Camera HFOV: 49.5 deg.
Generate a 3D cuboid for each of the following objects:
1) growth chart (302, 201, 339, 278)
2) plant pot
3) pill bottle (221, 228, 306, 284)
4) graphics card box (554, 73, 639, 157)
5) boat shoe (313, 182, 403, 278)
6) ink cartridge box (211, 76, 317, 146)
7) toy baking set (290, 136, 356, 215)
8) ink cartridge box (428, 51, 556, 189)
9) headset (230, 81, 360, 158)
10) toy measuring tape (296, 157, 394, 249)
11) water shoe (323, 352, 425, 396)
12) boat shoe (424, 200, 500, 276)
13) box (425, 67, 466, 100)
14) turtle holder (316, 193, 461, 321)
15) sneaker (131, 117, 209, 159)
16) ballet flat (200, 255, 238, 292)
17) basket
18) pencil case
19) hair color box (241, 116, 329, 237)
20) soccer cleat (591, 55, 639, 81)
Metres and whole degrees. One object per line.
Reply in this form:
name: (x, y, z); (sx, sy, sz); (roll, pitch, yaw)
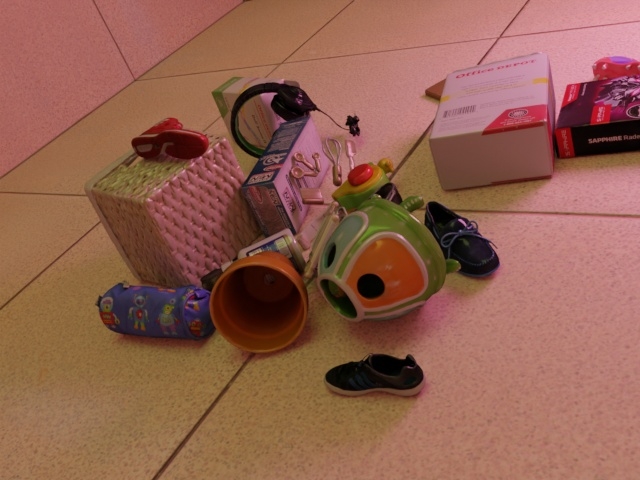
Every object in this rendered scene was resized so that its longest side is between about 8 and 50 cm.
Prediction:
growth chart: (0.000, 0.000, 1.579); (0.237, 0.021, 0.172); (-90, 25, -81)
plant pot: (-0.122, 0.112, 1.521); (0.205, 0.205, 0.188); (-17, 17, 10)
pill bottle: (-0.137, 0.057, 1.669); (0.187, 0.112, 0.112); (-25, 32, -3)
graphics card box: (0.764, -0.308, 1.656); (0.371, 0.094, 0.233); (-1, 38, 30)
boat shoe: (0.088, -0.028, 1.658); (0.306, 0.105, 0.113); (-38, 34, -22)
ink cartridge box: (-0.191, -0.430, 2.335); (0.353, 0.207, 0.119); (15, 47, 46)
toy baking set: (0.034, -0.181, 1.866); (0.256, 0.196, 0.030); (-29, -7, -32)
ink cartridge box: (0.456, -0.312, 1.793); (0.279, 0.160, 0.384); (-6, 36, 24)
headset: (-0.080, -0.356, 2.149); (0.394, 0.243, 0.185); (-3, 33, -5)
toy measuring tape: (0.081, -0.095, 1.768); (0.330, 0.121, 0.121); (-45, 37, -17)
water shoe: (0.093, 0.237, 1.284); (0.203, 0.080, 0.073); (-5, 36, 27)
boat shoe: (0.288, -0.006, 1.512); (0.109, 0.089, 0.258); (-31, 33, -12)
box: (0.447, -0.479, 2.179); (0.164, 0.021, 0.201); (-30, 32, -10)
turtle holder: (0.096, 0.042, 1.421); (0.227, 0.243, 0.320); (-39, 36, -21)
sneaker: (-0.354, -0.269, 1.728); (0.221, 0.087, 0.128); (5, 43, 24)
ballet flat: (-0.188, 0.062, 1.759); (0.250, 0.058, 0.084); (-32, 11, -24)
basket: (-0.371, -0.090, 1.834); (0.266, 0.331, 0.328); (12, 45, 40)
pencil case: (-0.389, 0.164, 1.657); (0.306, 0.133, 0.119); (0, 6, 32)
hair color box: (-0.089, -0.182, 1.934); (0.105, 0.174, 0.347); (-8, 35, 25)
soccer cleat: (0.835, -0.449, 1.837); (0.095, 0.083, 0.248); (-29, 29, -18)
